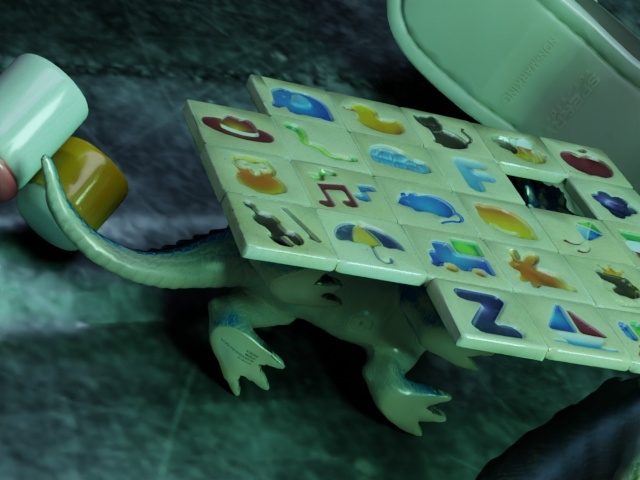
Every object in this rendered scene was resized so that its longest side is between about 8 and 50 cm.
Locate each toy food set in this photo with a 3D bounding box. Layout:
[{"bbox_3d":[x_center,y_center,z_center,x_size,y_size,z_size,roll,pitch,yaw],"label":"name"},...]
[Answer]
[{"bbox_3d":[-0.201,-0.062,0.720,0.232,0.111,0.104,39,67,-2],"label":"toy food set"}]

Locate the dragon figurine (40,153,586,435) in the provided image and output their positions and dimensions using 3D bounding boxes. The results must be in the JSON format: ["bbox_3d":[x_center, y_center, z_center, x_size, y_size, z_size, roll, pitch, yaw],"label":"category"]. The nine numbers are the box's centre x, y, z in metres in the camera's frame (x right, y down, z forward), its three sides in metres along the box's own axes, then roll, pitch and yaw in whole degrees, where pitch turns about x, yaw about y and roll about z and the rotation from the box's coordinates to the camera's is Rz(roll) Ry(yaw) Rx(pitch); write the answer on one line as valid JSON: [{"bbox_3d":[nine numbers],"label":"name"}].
[{"bbox_3d":[0.000,0.000,0.779,0.289,0.085,0.144,15,37,-18],"label":"dragon figurine"}]

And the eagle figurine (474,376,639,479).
[{"bbox_3d":[0.098,0.152,0.561,0.298,0.225,0.226,2,63,-57],"label":"eagle figurine"}]

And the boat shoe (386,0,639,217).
[{"bbox_3d":[0.170,-0.049,0.930,0.324,0.116,0.096,49,25,17],"label":"boat shoe"}]

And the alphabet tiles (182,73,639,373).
[{"bbox_3d":[0.062,-0.009,0.722,0.237,0.009,0.198,10,30,-23],"label":"alphabet tiles"}]
